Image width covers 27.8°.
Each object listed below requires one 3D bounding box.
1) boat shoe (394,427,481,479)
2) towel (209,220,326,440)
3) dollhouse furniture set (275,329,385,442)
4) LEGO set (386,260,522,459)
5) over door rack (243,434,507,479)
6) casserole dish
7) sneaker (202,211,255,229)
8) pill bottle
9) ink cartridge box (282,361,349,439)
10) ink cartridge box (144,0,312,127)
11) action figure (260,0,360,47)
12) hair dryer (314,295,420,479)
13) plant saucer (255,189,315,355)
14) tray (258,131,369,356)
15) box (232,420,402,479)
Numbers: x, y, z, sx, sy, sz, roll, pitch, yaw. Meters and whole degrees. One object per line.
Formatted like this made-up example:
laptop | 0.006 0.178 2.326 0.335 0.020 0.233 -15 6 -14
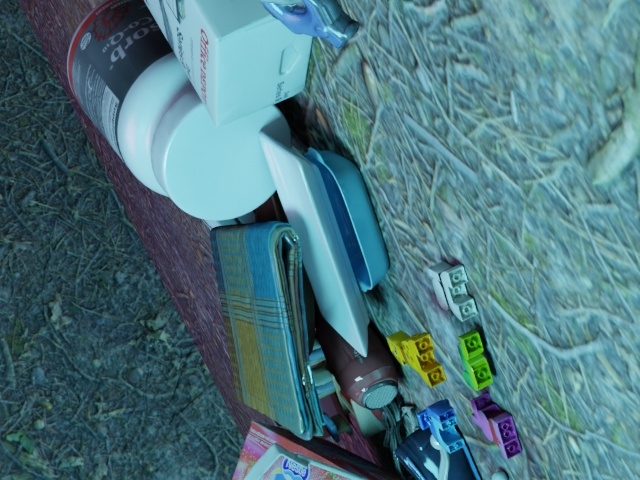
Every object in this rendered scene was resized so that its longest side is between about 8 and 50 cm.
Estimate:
boat shoe | 0.165 0.347 1.580 0.258 0.089 0.109 64 166 2
towel | -0.078 0.109 1.743 0.370 0.040 0.272 -179 80 -73
dollhouse furniture set | -0.012 0.212 1.912 0.183 0.129 0.129 44 155 58
LEGO set | 0.124 0.130 1.357 0.093 0.087 0.227 34 145 64
over door rack | 0.119 0.287 1.296 0.239 0.324 0.108 45 117 56
casserole dish | 0.034 -0.029 1.517 0.114 0.037 0.188 36 150 62
sneaker | -0.168 -0.052 2.100 0.258 0.094 0.091 57 160 27
pill bottle | -0.186 -0.180 1.702 0.363 0.210 0.210 46 157 51
ink cartridge box | -0.057 0.207 2.161 0.235 0.088 0.193 68 167 -11
ink cartridge box | -0.130 -0.305 1.454 0.289 0.121 0.211 60 166 17
action figure | -0.079 -0.339 1.122 0.341 0.178 0.330 44 171 -27
hair dryer | 0.059 0.202 1.739 0.294 0.080 0.223 66 168 2
plant saucer | -0.049 0.048 1.804 0.278 0.041 0.278 174 90 -80
tray | 0.000 0.000 1.556 0.145 0.030 0.270 42 154 62
box | 0.010 0.378 1.866 0.300 0.154 0.142 15 86 57
